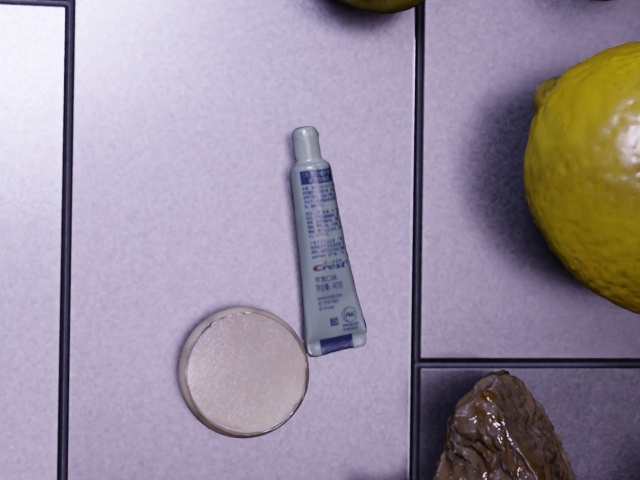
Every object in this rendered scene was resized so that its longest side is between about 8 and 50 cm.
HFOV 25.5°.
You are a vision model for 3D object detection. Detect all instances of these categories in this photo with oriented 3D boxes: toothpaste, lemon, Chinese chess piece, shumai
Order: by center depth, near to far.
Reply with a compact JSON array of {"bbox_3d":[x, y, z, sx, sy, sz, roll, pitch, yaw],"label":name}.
[{"bbox_3d":[0.317,-0.054,1.287,0.267,0.267,0.267,0,89,-11],"label":"lemon"},{"bbox_3d":[-0.071,0.122,1.311,0.122,0.051,0.122,0,88,-9],"label":"Chinese chess piece"},{"bbox_3d":[0.145,0.236,1.316,0.175,0.166,0.206,-21,81,16],"label":"shumai"},{"bbox_3d":[0.000,0.000,1.333,0.062,0.037,0.216,-10,95,-11],"label":"toothpaste"}]

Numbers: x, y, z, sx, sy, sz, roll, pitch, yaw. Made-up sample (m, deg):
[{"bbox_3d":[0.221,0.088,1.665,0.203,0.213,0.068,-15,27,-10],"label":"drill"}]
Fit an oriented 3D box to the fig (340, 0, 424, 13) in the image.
[{"bbox_3d":[0.057,-0.298,1.314,0.148,0.186,0.142,9,132,9],"label":"fig"}]
